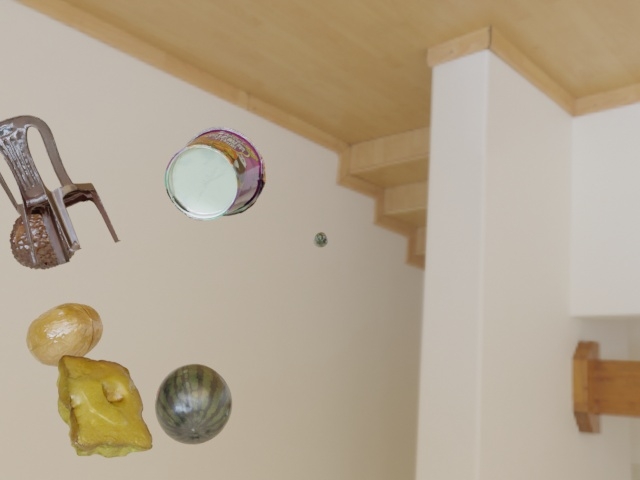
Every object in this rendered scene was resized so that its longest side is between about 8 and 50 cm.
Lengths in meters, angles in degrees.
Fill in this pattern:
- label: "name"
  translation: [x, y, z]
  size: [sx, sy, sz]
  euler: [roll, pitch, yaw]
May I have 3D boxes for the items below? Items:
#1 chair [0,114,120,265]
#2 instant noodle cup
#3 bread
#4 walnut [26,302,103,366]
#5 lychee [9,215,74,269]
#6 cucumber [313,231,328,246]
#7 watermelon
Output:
- label: "chair"
  translation: [-0.633, -0.114, 1.504]
  size: [0.175, 0.326, 0.183]
  euler: [-20, -179, 8]
- label: "instant noodle cup"
  translation: [-0.284, -0.165, 1.698]
  size: [0.251, 0.251, 0.190]
  euler: [3, -164, 7]
- label: "bread"
  translation: [-0.420, 0.318, 1.225]
  size: [0.088, 0.233, 0.161]
  euler: [-46, 134, 15]
- label: "walnut"
  translation: [-0.686, 0.253, 1.727]
  size: [0.197, 0.165, 0.165]
  euler: [-32, 159, 7]
- label: "lychee"
  translation: [-0.810, -0.002, 1.899]
  size: [0.188, 0.188, 0.188]
  euler: [5, 167, 1]
- label: "cucumber"
  translation: [0.000, 0.000, 1.566]
  size: [0.037, 0.037, 0.155]
  euler: [4, 178, 1]
- label: "watermelon"
  translation: [-0.340, 0.439, 1.729]
  size: [0.212, 0.212, 0.212]
  euler: [5, 167, 1]
